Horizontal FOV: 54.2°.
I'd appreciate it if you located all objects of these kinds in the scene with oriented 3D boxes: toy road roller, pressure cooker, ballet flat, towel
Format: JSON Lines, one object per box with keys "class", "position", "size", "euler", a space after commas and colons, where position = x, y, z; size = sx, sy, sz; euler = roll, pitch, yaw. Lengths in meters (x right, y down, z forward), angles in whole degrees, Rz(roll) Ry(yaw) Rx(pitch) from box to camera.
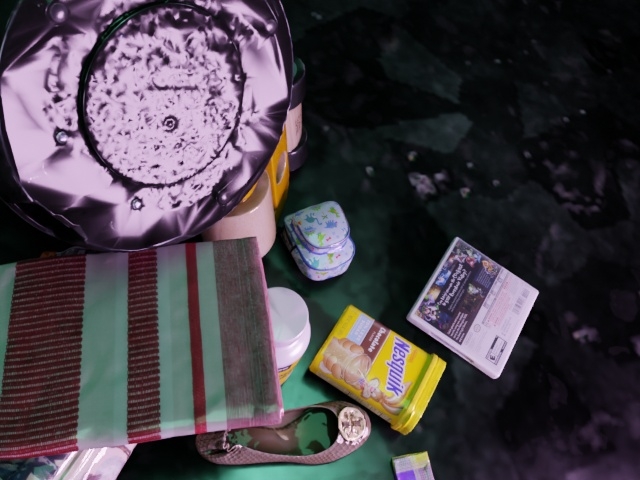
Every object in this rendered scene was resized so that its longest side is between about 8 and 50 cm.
{"class": "toy road roller", "position": [-0.162, -0.143, 0.985], "size": [0.240, 0.202, 0.329], "euler": [11, 58, 8]}
{"class": "pressure cooker", "position": [-0.287, -0.223, 0.733], "size": [0.420, 0.375, 0.370], "euler": [28, 86, 37]}
{"class": "ballet flat", "position": [-0.045, 0.264, 0.861], "size": [0.250, 0.058, 0.084], "euler": [0, 62, -15]}
{"class": "towel", "position": [0.137, 0.348, 0.893], "size": [0.060, 0.009, 0.083], "euler": [-4, 63, -17]}
{"class": "towel", "position": [-0.218, 0.115, 0.712], "size": [0.329, 0.037, 0.237], "euler": [-6, 56, -8]}

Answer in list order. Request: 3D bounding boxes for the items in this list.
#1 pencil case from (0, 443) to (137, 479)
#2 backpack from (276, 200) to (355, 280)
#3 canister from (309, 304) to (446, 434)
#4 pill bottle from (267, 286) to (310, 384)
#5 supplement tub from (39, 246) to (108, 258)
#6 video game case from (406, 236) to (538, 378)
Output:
{"class": "pencil case", "position": [-0.313, 0.268, 0.714], "size": [0.160, 0.183, 0.410], "euler": [53, 50, -32]}
{"class": "backpack", "position": [0.000, 0.000, 1.006], "size": [0.105, 0.084, 0.114], "euler": [-19, 71, -22]}
{"class": "canister", "position": [0.083, 0.188, 0.931], "size": [0.170, 0.073, 0.126], "euler": [32, 58, 5]}
{"class": "pill bottle", "position": [-0.072, 0.135, 0.852], "size": [0.103, 0.184, 0.103], "euler": [6, 60, -11]}
{"class": "supplement tub", "position": [-0.289, 0.070, 0.868], "size": [0.190, 0.117, 0.117], "euler": [8, 60, -12]}
{"class": "video game case", "position": [0.259, 0.108, 1.055], "size": [0.173, 0.022, 0.190], "euler": [35, 59, 5]}
